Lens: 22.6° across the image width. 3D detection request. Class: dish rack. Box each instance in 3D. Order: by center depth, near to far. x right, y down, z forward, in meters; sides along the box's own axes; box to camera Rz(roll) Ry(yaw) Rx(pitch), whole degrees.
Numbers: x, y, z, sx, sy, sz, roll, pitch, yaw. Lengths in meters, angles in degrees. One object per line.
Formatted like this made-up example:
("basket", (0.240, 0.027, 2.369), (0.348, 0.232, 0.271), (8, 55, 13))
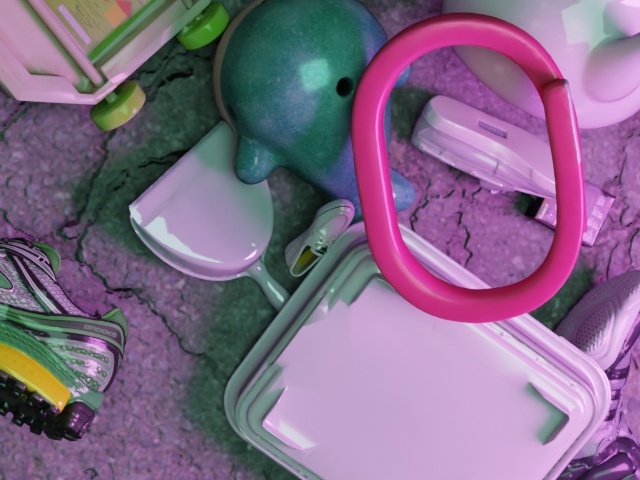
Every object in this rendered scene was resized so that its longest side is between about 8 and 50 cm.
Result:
("dish rack", (0.095, 0.170, 1.604), (0.333, 0.072, 0.285), (36, 104, -5))

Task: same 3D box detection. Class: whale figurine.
("whale figurine", (0.014, -0.117, 1.564), (0.216, 0.141, 0.272), (-34, 115, -17))

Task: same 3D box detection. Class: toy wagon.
("toy wagon", (-0.195, -0.283, 1.504), (0.344, 0.068, 0.267), (-45, 119, -16))

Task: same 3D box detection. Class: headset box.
("headset box", (0.262, -0.038, 1.698), (0.083, 0.032, 0.062), (26, 89, -15))

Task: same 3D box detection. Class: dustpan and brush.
("dustpan and brush", (-0.082, 0.005, 1.608), (0.147, 0.060, 0.211), (-44, 99, -19))

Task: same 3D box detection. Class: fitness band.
("fitness band", (0.137, -0.065, 1.479), (0.209, 0.054, 0.290), (-5, 106, 13))

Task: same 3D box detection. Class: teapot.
("teapot", (0.251, -0.249, 1.547), (0.256, 0.252, 0.187), (37, 130, 9))

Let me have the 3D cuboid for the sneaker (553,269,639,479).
("sneaker", (0.304, 0.169, 1.702), (0.153, 0.101, 0.268), (35, 93, -16))

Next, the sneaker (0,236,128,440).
("sneaker", (-0.339, 0.043, 1.520), (0.343, 0.134, 0.146), (37, 62, -12))

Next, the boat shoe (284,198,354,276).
("boat shoe", (0.000, 0.000, 1.578), (0.035, 0.035, 0.100), (25, 128, -32))

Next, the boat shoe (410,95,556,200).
("boat shoe", (0.179, -0.081, 1.651), (0.184, 0.066, 0.063), (23, 128, -12))
